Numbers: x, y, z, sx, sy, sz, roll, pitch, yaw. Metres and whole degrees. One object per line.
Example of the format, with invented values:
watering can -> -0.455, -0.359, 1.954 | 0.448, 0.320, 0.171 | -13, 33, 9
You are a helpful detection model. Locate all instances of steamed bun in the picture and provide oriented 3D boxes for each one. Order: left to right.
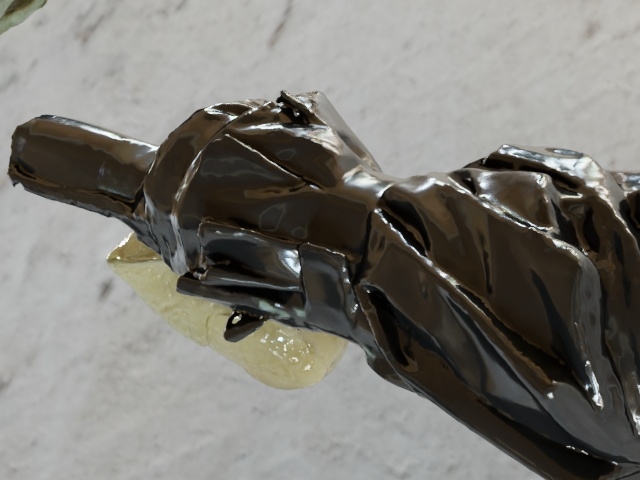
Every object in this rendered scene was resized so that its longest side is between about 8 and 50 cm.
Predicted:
steamed bun -> -0.046, 0.027, 1.302 | 0.231, 0.212, 0.110 | -36, -4, -2

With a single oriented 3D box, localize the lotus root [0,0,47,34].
lotus root -> -0.209, -0.207, 0.903 | 0.235, 0.119, 0.138 | -49, 4, -8

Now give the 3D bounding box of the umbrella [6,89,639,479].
umbrella -> 0.000, 0.000, 0.563 | 0.340, 0.118, 0.118 | 16, 74, 37
